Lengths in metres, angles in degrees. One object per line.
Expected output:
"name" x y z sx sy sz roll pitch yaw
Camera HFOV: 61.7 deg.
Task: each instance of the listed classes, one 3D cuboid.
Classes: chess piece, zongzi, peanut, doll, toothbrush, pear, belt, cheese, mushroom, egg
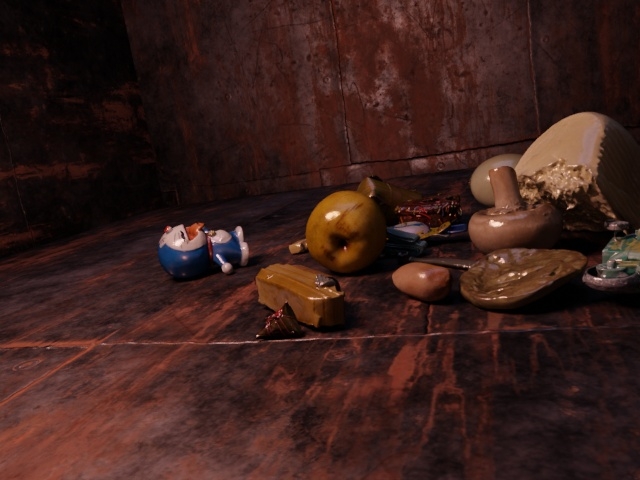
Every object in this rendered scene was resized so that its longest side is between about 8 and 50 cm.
"chess piece" 0.000 0.000 1.623 0.200 0.090 0.090 -15 7 30
"zongzi" -0.084 0.159 0.976 0.073 0.067 0.083 -32 4 -36
"peanut" 0.200 0.079 1.056 0.076 0.076 0.152 -15 8 -29
"doll" -0.338 0.024 1.551 0.256 0.161 0.215 -10 37 -19
"toothbrush" 0.292 0.050 1.241 0.297 0.031 0.030 6 45 49
"pear" 0.064 -0.025 1.336 0.208 0.209 0.209 -9 11 2
"belt" 0.190 0.015 1.420 0.179 0.100 0.065 14 20 25
"cheese" 0.284 -0.020 1.497 0.250 0.064 0.156 -8 12 17
"mushroom" 0.437 -0.064 1.221 0.207 0.215 0.207 -12 2 0
"zongzi" 0.195 -0.083 1.880 0.260 0.123 0.289 14 -44 -26
"egg" 0.627 -0.196 1.785 0.253 0.187 0.186 -3 12 12

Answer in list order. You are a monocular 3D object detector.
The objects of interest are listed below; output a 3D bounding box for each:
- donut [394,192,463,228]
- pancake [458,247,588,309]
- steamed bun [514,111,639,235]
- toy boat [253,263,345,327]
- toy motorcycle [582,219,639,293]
"donut" 0.345 -0.083 1.686 0.216 0.096 0.230 -10 11 6
"pancake" 0.376 0.068 0.997 0.241 0.050 0.242 -19 14 5
"steamed bun" 0.612 -0.147 1.294 0.290 0.274 0.272 33 -22 -36
"toy boat" -0.035 0.101 1.086 0.115 0.090 0.310 -12 11 -31
"toy motorcycle" 0.585 0.029 0.922 0.198 0.109 0.296 3 18 38
